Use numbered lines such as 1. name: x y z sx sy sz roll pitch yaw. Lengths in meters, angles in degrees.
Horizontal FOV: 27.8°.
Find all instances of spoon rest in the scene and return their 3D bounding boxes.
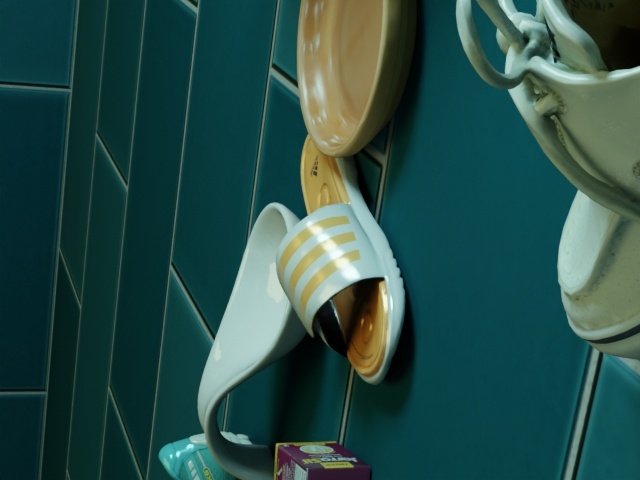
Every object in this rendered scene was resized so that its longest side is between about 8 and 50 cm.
1. spoon rest: -0.058 0.098 1.160 0.137 0.084 0.276 -121 37 -57

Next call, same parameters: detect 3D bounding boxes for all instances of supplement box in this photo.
1. supplement box: 0.000 0.190 1.028 0.083 0.055 0.043 -163 76 -69

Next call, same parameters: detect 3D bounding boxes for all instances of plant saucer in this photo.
1. plant saucer: 0.029 -0.163 1.006 0.200 0.037 0.200 -179 90 -71

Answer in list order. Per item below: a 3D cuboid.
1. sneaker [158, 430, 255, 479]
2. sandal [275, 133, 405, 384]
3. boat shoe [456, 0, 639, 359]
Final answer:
1. sneaker: -0.129 0.316 1.303 0.107 0.110 0.275 -135 49 -64
2. sandal: -0.003 0.007 1.018 0.265 0.076 0.102 -109 28 -45
3. boat shoe: 0.124 -0.079 0.491 0.367 0.156 0.136 108 169 -55
